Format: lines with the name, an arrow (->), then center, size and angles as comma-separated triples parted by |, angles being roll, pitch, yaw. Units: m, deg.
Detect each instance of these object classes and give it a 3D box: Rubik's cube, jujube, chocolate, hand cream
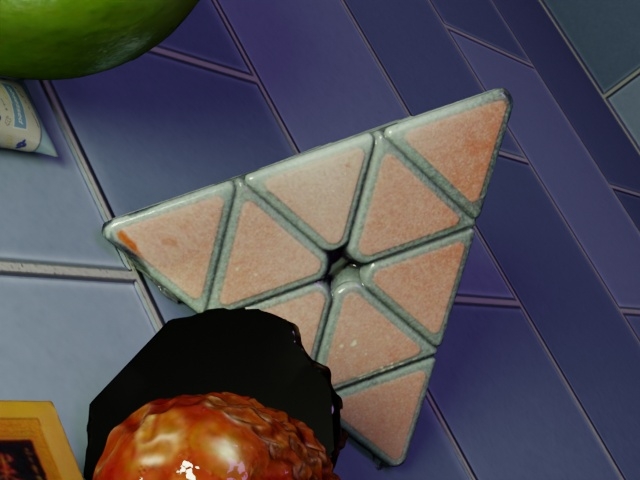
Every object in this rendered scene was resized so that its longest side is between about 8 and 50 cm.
Rubik's cube -> 0.001, 0.002, 1.017 | 0.228, 0.229, 0.233 | 20, 62, 16
jujube -> -0.050, 0.128, 0.638 | 0.176, 0.112, 0.109 | 49, 30, -77
chocolate -> -0.046, 0.134, 0.810 | 0.133, 0.156, 0.156 | 66, 2, -59
hand cream -> -0.234, -0.085, 0.844 | 0.065, 0.043, 0.171 | 64, 22, 11

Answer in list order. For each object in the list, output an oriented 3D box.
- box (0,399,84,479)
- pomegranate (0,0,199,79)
box -> -0.152, 0.201, 0.556 | 0.174, 0.076, 0.274 | 13, 45, -56
pomegranate -> -0.234, -0.218, 0.847 | 0.310, 0.216, 0.358 | 46, 55, 8
